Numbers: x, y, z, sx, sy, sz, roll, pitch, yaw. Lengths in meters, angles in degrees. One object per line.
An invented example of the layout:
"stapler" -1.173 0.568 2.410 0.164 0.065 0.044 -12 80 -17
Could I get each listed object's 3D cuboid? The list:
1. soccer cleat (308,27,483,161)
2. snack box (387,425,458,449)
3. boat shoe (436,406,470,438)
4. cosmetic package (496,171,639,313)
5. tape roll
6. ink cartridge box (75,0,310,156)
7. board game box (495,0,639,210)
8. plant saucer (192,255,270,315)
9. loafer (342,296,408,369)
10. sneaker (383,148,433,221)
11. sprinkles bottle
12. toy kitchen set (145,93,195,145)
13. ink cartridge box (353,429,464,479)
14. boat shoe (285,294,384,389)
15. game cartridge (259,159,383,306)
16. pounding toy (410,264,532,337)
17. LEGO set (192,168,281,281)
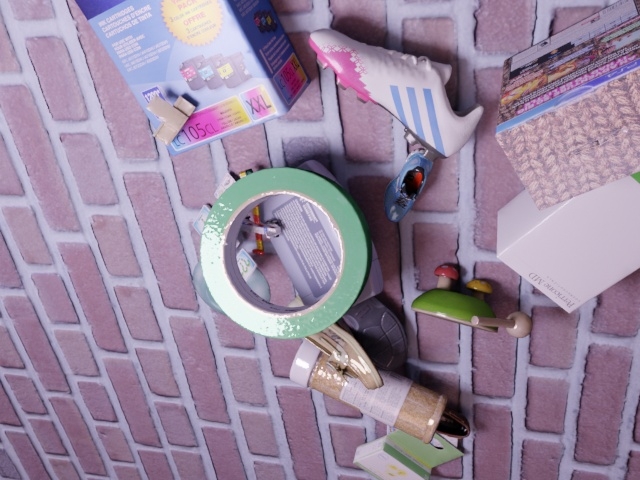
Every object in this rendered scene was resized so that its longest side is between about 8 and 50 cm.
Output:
"soccer cleat" 0.137 -0.282 1.218 0.331 0.116 0.143 37 111 -13
"snack box" 0.257 0.486 1.774 0.178 0.022 0.064 6 128 13
"boat shoe" 0.261 0.415 1.681 0.206 0.073 0.073 18 96 0
"cosmetic package" 0.502 -0.063 1.219 0.197 0.155 0.365 35 126 -12
"tape roll" -0.065 0.022 1.331 0.321 0.077 0.321 1 95 12
"ink cartridge box" -0.235 -0.379 1.230 0.270 0.151 0.396 -16 117 27
"board game box" 0.404 -0.214 1.053 0.232 0.291 0.141 -24 115 31
"plant saucer" -0.215 0.119 1.650 0.194 0.037 0.195 9 127 12
"loafer" 0.096 0.160 1.565 0.109 0.095 0.302 -36 116 2
"sneaker" 0.161 -0.097 1.352 0.063 0.073 0.162 22 128 1
"sprinkles bottle" 0.109 0.339 1.619 0.355 0.121 0.121 23 129 13
"toy kitchen set" -0.273 -0.220 1.243 0.068 0.075 0.083 35 90 -14
"ink cartridge box" 0.223 0.558 1.798 0.171 0.056 0.235 38 134 -17
"boat shoe" 0.023 0.234 1.541 0.285 0.089 0.105 42 165 30
"game cartridge" 0.000 0.000 1.416 0.198 0.062 0.297 -30 85 30
"pounding toy" 0.302 0.117 1.431 0.183 0.110 0.237 18 174 -33
"LEGO set" -0.179 -0.034 1.470 0.182 0.060 0.244 50 132 11
